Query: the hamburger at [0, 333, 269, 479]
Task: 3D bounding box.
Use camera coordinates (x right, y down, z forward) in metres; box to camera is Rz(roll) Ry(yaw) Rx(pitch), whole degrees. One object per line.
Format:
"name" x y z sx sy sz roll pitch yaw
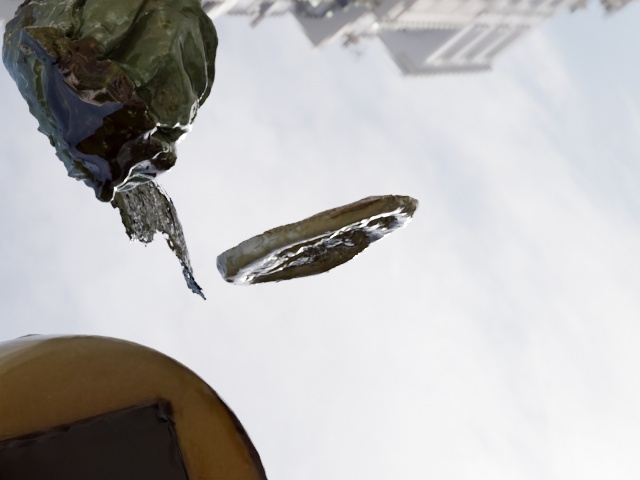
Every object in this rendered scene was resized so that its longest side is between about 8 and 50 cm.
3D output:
"hamburger" -0.171 0.195 0.799 0.302 0.170 0.302 11 -111 -32

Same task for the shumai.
"shumai" -0.178 -0.116 0.903 0.184 0.184 0.142 57 -156 8

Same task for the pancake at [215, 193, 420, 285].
"pancake" 0.000 0.000 0.806 0.139 0.139 0.022 -2 -111 -54

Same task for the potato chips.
"potato chips" -0.185 -0.032 1.347 0.220 0.029 0.202 60 -174 -44
